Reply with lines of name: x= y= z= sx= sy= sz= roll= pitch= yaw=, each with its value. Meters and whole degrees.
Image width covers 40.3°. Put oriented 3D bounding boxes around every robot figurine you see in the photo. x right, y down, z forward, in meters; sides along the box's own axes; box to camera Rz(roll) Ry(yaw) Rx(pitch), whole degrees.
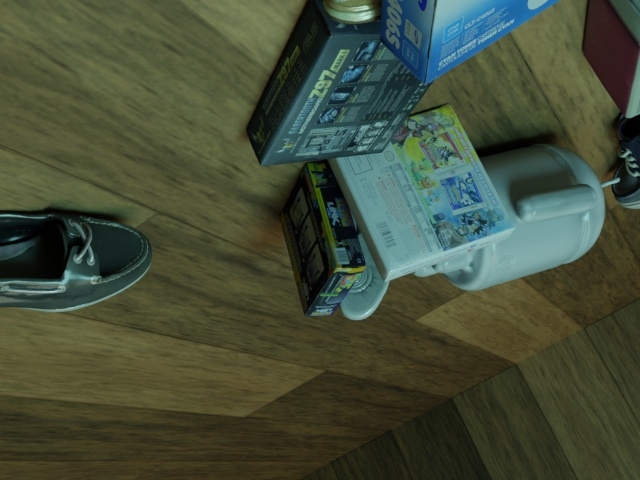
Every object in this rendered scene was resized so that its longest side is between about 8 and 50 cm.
robot figurine: x=0.300 y=-0.040 z=1.383 sx=0.354 sy=0.199 sz=0.300 roll=-15 pitch=-178 yaw=-21

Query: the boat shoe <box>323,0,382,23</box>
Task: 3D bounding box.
boat shoe: x=0.085 y=-0.280 z=0.865 sx=0.190 sy=0.068 sz=0.072 roll=-30 pitch=146 yaw=-17

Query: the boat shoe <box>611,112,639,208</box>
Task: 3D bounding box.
boat shoe: x=0.562 y=-0.165 z=1.510 sx=0.158 sy=0.127 sz=0.340 roll=6 pitch=152 yaw=-13

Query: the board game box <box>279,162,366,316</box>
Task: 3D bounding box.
board game box: x=0.000 y=0.000 z=1.214 sx=0.048 sy=0.170 sz=0.141 roll=-3 pitch=150 yaw=-22

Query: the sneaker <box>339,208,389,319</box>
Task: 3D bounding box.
sneaker: x=0.068 y=0.033 z=1.306 sx=0.079 sy=0.216 sz=0.121 roll=5 pitch=154 yaw=5

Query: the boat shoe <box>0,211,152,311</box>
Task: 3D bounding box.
boat shoe: x=-0.348 y=0.021 z=1.009 sx=0.335 sy=0.112 sz=0.095 roll=-6 pitch=155 yaw=-29

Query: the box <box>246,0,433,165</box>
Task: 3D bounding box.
box: x=0.036 y=-0.181 z=1.014 sx=0.184 sy=0.059 sz=0.232 roll=-10 pitch=153 yaw=-30

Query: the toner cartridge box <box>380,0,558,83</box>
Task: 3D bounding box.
toner cartridge box: x=0.217 y=-0.301 z=0.820 sx=0.348 sy=0.075 sz=0.165 roll=-34 pitch=156 yaw=-14

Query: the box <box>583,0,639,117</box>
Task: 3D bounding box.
box: x=0.430 y=-0.283 z=1.094 sx=0.149 sy=0.126 sz=0.232 roll=-25 pitch=156 yaw=3

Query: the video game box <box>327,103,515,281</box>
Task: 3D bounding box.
video game box: x=0.130 y=-0.067 z=1.163 sx=0.187 sy=0.205 sz=0.048 roll=-19 pitch=159 yaw=-12
